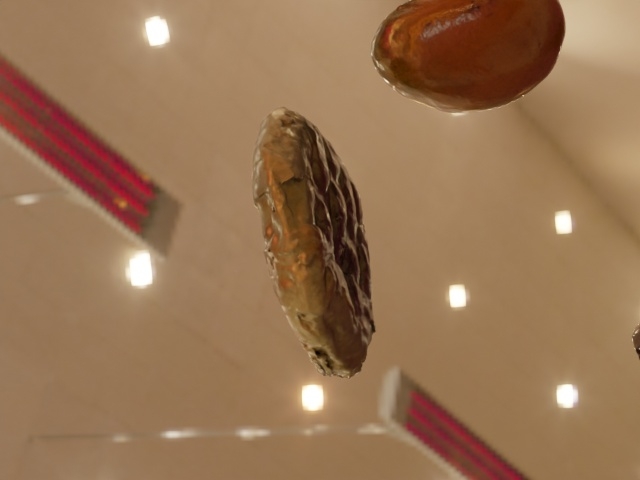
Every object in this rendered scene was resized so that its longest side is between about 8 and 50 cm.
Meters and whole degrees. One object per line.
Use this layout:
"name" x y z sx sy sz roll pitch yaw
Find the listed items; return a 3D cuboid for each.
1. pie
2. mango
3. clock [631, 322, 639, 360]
"pie" 0.000 0.000 1.746 0.306 0.071 0.306 -16 -90 -76
"mango" 0.167 -0.216 1.901 0.221 0.120 0.151 -24 -74 -9
"clock" 0.371 0.162 1.445 0.280 0.055 0.280 44 -165 -15
